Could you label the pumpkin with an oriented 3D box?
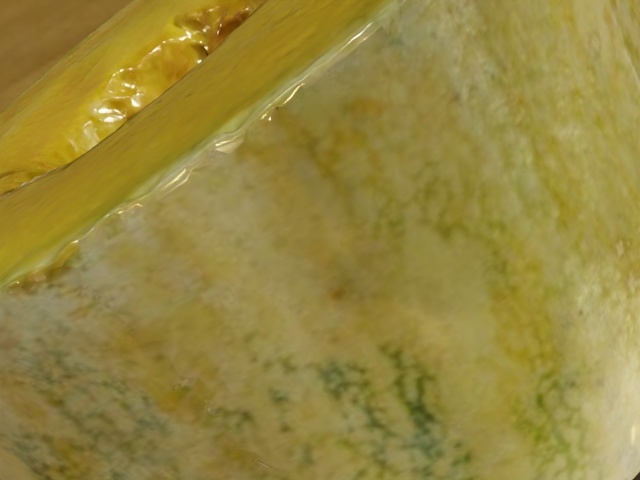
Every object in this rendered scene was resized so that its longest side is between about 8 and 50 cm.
[{"bbox_3d":[0.000,0.000,0.493,0.332,0.332,0.199,-31,108,25],"label":"pumpkin"}]
